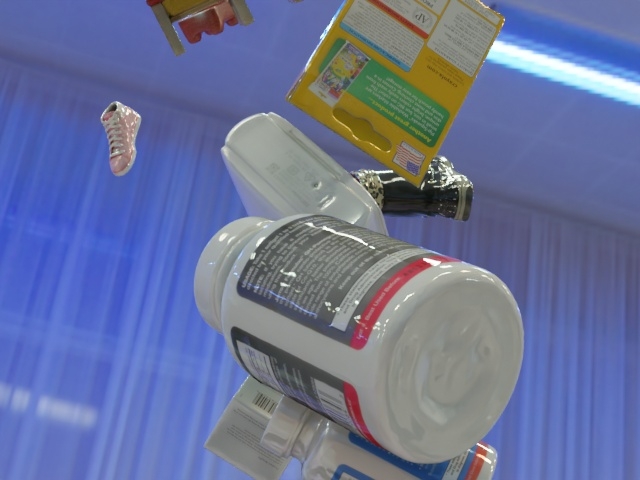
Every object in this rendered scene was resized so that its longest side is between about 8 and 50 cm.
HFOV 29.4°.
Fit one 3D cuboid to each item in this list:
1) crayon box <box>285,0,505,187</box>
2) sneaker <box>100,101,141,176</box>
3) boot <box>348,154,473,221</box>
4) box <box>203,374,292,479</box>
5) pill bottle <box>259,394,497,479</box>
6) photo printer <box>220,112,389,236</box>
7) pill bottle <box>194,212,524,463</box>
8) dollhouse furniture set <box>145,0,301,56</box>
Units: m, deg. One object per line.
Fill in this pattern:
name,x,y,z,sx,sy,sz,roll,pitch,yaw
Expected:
crayon box,0.093,-0.226,1.627,0.203,0.323,0.083,33,-31,-7
sneaker,-0.351,-0.179,2.092,0.051,0.134,0.070,-14,-36,30
boot,0.116,-0.085,1.864,0.179,0.085,0.236,2,14,-15
box,-0.070,0.229,1.501,0.101,0.102,0.087,31,-69,3
pill bottle,0.057,0.218,1.243,0.222,0.124,0.124,27,-29,5
photo printer,0.000,0.000,1.648,0.256,0.107,0.307,43,-15,33
pill bottle,0.018,0.073,1.138,0.176,0.176,0.319,36,-10,-40
dollhouse furniture set,-0.038,-0.362,1.430,0.374,0.152,0.201,-25,13,-3
